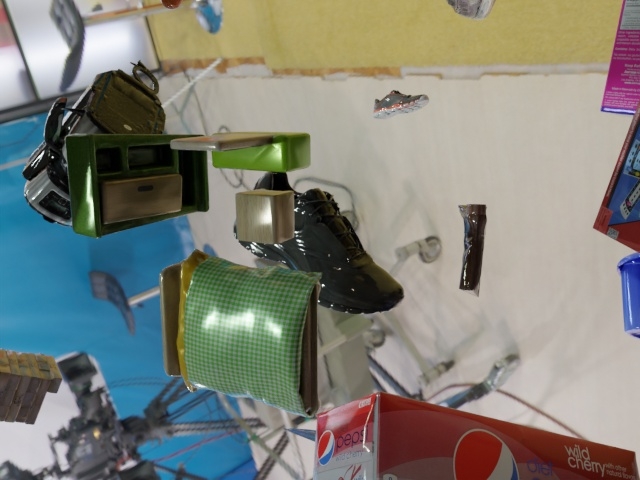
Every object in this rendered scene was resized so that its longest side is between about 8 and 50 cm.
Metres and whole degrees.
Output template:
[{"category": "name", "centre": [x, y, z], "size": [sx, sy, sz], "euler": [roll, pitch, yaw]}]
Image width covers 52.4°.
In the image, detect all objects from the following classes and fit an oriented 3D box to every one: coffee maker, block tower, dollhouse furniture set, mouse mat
[{"category": "coffee maker", "centre": [-0.290, -0.124, 0.856], "size": [0.178, 0.171, 0.120], "euler": [-37, 102, 29]}, {"category": "block tower", "centre": [-0.598, 0.217, 1.033], "size": [0.091, 0.335, 0.097], "euler": [33, 102, 52]}, {"category": "dollhouse furniture set", "centre": [-0.120, 0.044, 0.652], "size": [0.197, 0.151, 0.302], "euler": [7, 104, 33]}, {"category": "mouse mat", "centre": [0.029, 0.347, 1.102], "size": [0.152, 0.007, 0.189], "euler": [26, 157, -13]}]

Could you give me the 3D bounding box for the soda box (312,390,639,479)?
[{"category": "soda box", "centre": [0.127, 0.188, 0.500], "size": [0.092, 0.263, 0.084], "euler": [-38, 41, 50]}]

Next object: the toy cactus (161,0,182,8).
[{"category": "toy cactus", "centre": [-0.192, -0.297, 0.586], "size": [0.219, 0.180, 0.112], "euler": [32, 101, 45]}]

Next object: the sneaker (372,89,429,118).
[{"category": "sneaker", "centre": [0.197, -0.355, 1.642], "size": [0.157, 0.061, 0.065], "euler": [-9, 81, 32]}]

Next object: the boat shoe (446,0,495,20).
[{"category": "boat shoe", "centre": [0.185, -0.345, 0.819], "size": [0.285, 0.092, 0.103], "euler": [-60, -24, -78]}]

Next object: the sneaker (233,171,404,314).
[{"category": "sneaker", "centre": [0.000, 0.000, 0.922], "size": [0.286, 0.109, 0.130], "euler": [32, 116, 19]}]

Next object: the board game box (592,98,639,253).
[{"category": "board game box", "centre": [0.502, -0.098, 0.938], "size": [0.145, 0.027, 0.282], "euler": [36, 140, 35]}]

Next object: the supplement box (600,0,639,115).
[{"category": "supplement box", "centre": [0.602, -0.334, 1.181], "size": [0.113, 0.111, 0.220], "euler": [19, 106, 40]}]

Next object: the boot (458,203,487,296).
[{"category": "boot", "centre": [0.191, 0.012, 0.823], "size": [0.106, 0.037, 0.114], "euler": [-6, -82, -77]}]

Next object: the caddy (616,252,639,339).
[{"category": "caddy", "centre": [0.728, 0.097, 1.207], "size": [0.241, 0.340, 0.179], "euler": [104, 176, -73]}]
